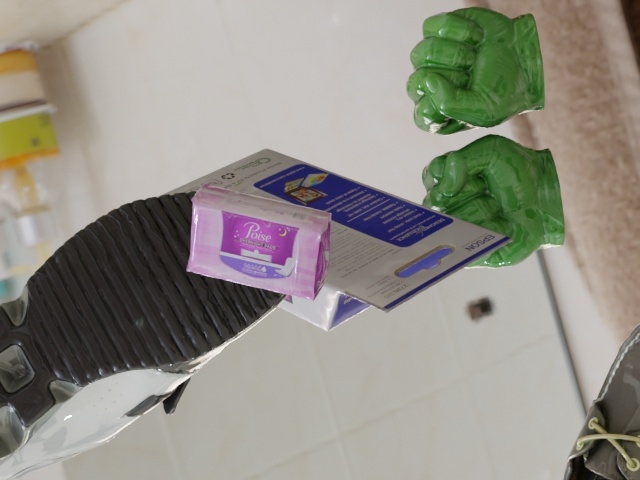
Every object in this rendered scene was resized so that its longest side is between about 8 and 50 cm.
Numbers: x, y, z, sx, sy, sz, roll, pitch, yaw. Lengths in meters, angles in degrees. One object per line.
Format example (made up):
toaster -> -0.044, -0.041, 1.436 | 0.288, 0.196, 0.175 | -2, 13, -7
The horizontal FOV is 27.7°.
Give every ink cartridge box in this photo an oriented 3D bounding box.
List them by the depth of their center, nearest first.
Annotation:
ink cartridge box -> 0.000, 0.000, 1.326 | 0.176, 0.069, 0.371 | -27, -148, -34

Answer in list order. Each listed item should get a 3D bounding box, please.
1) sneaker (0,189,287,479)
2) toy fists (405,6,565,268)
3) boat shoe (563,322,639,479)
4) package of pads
sneaker -> -0.153, 0.075, 0.927 | 0.331, 0.122, 0.146 | -29, 162, 7
toy fists -> 0.169, -0.109, 1.361 | 0.142, 0.279, 0.096 | -8, 177, 2
boat shoe -> 0.270, 0.207, 1.146 | 0.109, 0.305, 0.091 | 20, -170, 43
package of pads -> -0.036, 0.000, 0.753 | 0.083, 0.050, 0.032 | 13, -152, 13
